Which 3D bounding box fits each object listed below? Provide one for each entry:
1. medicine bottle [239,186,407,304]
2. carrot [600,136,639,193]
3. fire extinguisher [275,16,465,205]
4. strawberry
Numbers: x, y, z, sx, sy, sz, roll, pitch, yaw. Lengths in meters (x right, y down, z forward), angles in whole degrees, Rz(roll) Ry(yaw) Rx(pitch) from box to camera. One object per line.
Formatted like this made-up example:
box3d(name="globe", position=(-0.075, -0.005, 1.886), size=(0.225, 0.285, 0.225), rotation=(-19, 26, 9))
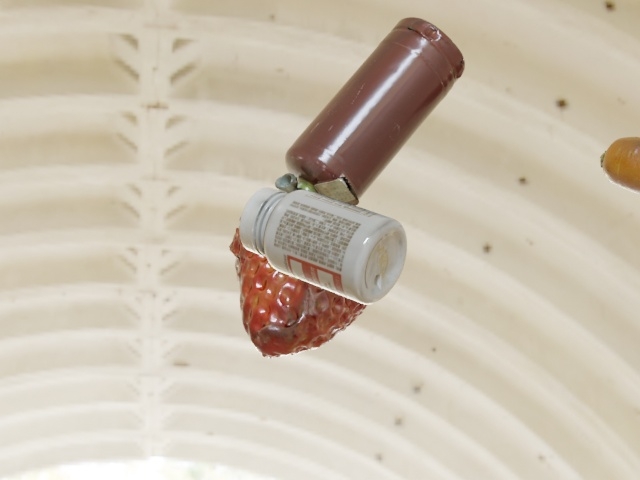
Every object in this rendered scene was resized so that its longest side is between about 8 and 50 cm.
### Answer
box3d(name="medicine bottle", position=(0.000, 0.000, 1.078), size=(0.140, 0.079, 0.079), rotation=(20, -16, 32))
box3d(name="carrot", position=(0.423, -0.070, 1.377), size=(0.225, 0.067, 0.067), rotation=(20, -18, 29))
box3d(name="fire extinguisher", position=(0.044, -0.110, 1.296), size=(0.105, 0.269, 0.105), rotation=(35, -18, 13))
box3d(name="strawberry", position=(-0.026, 0.052, 1.555), size=(0.205, 0.244, 0.205), rotation=(9, -52, 12))
